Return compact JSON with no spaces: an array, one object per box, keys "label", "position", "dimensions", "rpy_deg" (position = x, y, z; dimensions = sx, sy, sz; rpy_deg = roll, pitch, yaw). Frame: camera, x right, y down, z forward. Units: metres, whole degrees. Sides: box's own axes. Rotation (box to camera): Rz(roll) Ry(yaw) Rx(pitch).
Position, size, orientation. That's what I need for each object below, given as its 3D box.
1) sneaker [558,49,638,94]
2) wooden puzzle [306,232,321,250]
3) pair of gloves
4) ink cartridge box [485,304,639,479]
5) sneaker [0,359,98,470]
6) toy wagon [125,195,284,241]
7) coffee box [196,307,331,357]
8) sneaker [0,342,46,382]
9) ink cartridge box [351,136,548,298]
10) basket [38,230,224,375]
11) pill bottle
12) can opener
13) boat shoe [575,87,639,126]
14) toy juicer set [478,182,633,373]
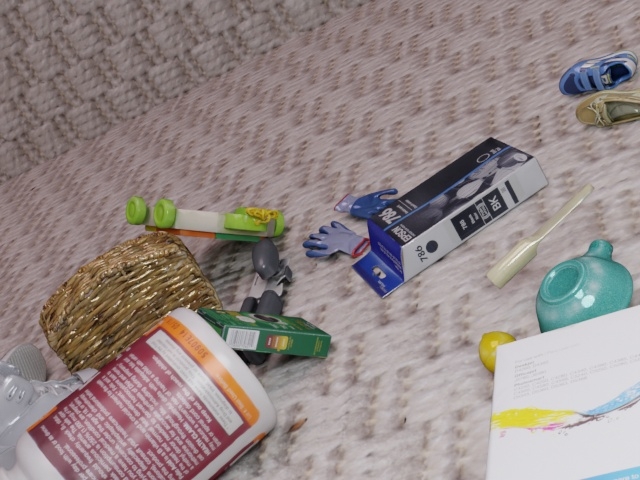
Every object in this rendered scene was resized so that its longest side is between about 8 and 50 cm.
[{"label":"sneaker","position":[0.494,-0.294,1.797],"dimensions":[0.144,0.053,0.059],"rpy_deg":[-21,29,26]},{"label":"wooden puzzle","position":[0.000,0.000,1.886],"dimensions":[0.049,0.006,0.083],"rpy_deg":[-39,26,-14]},{"label":"pair of gloves","position":[0.062,-0.031,1.842],"dimensions":[0.159,0.023,0.198],"rpy_deg":[11,49,49]},{"label":"ink cartridge box","position":[0.278,0.223,0.909],"dimensions":[0.197,0.198,0.270],"rpy_deg":[-21,27,25]},{"label":"sneaker","position":[-0.426,0.256,1.664],"dimensions":[0.366,0.210,0.137],"rpy_deg":[-41,26,-19]},{"label":"toy wagon","position":[-0.203,-0.037,1.950],"dimensions":[0.267,0.068,0.344],"rpy_deg":[4,2,-36]},{"label":"coffee box","position":[-0.088,0.142,1.547],"dimensions":[0.113,0.184,0.040],"rpy_deg":[21,101,60]},{"label":"sneaker","position":[-0.649,0.316,1.955],"dimensions":[0.161,0.102,0.282],"rpy_deg":[-23,26,26]},{"label":"ink cartridge box","position":[0.197,-0.044,1.671],"dimensions":[0.333,0.065,0.165],"rpy_deg":[-36,25,-5]},{"label":"basket","position":[-0.363,0.109,1.861],"dimensions":[0.299,0.213,0.223],"rpy_deg":[-34,25,-5]},{"label":"pill bottle","position":[-0.273,0.295,1.395],"dimensions":[0.392,0.224,0.224],"rpy_deg":[-39,25,-17]},{"label":"can opener","position":[-0.115,0.100,1.727],"dimensions":[0.076,0.095,0.283],"rpy_deg":[-22,26,23]},{"label":"boat shoe","position":[0.488,-0.215,1.655],"dimensions":[0.153,0.056,0.048],"rpy_deg":[-3,33,36]},{"label":"toy juicer set","position":[0.299,0.093,1.278],"dimensions":[0.209,0.089,0.329],"rpy_deg":[-35,29,27]}]
